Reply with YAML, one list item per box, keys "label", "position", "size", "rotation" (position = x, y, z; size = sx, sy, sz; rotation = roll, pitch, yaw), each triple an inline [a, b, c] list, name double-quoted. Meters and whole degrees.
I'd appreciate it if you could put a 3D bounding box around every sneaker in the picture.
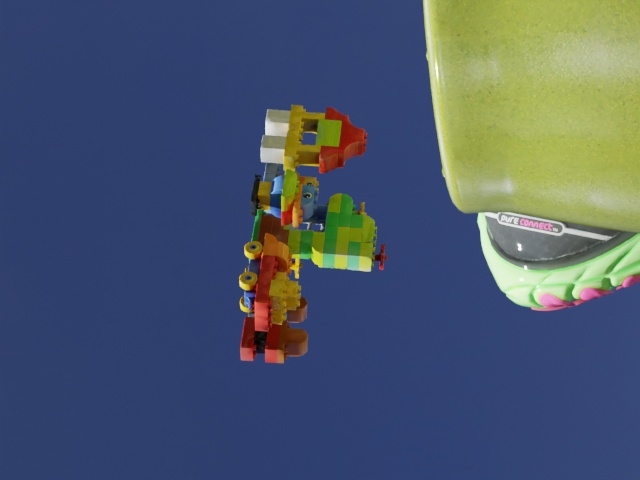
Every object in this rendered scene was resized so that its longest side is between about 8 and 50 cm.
- label: "sneaker"
  position: [0.364, -0.104, 1.336]
  size: [0.483, 0.185, 0.202]
  rotation: [-25, -94, 3]

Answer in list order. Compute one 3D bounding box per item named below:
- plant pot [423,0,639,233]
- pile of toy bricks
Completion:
- label: "plant pot"
  position: [0.256, -0.148, 1.010]
  size: [0.366, 0.353, 0.366]
  rotation: [-5, -90, -80]
- label: "pile of toy bricks"
  position: [0.000, 0.000, 1.123]
  size: [0.105, 0.118, 0.212]
  rotation: [4, -134, 3]
